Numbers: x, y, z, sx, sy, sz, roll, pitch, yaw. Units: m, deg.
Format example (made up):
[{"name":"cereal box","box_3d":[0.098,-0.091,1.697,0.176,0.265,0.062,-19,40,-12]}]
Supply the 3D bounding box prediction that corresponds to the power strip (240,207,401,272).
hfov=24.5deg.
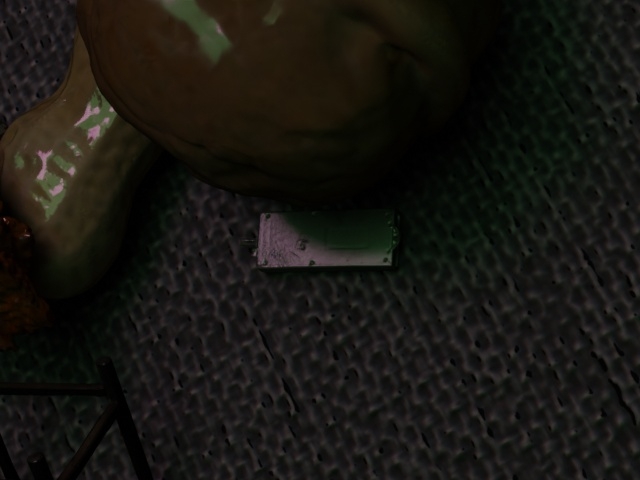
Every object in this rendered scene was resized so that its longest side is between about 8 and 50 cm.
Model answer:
[{"name":"power strip","box_3d":[0.000,0.000,1.152,0.136,0.019,0.051,-2,78,21]}]

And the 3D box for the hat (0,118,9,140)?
[{"name":"hat","box_3d":[-0.311,-0.058,1.272,0.121,0.050,0.121,-5,77,23]}]

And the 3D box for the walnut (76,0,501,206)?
[{"name":"walnut","box_3d":[-0.011,-0.169,1.065,0.285,0.285,0.296,26,68,25]}]

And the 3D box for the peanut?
[{"name":"peanut","box_3d":[-0.187,-0.087,1.197,0.125,0.111,0.275,24,84,3]}]

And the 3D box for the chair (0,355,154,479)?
[{"name":"chair","box_3d":[-0.204,0.231,1.120,0.154,0.141,0.260,-2,121,22]}]

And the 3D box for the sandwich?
[{"name":"sandwich","box_3d":[-0.292,-0.004,1.128,0.160,0.109,0.185,10,111,52]}]
